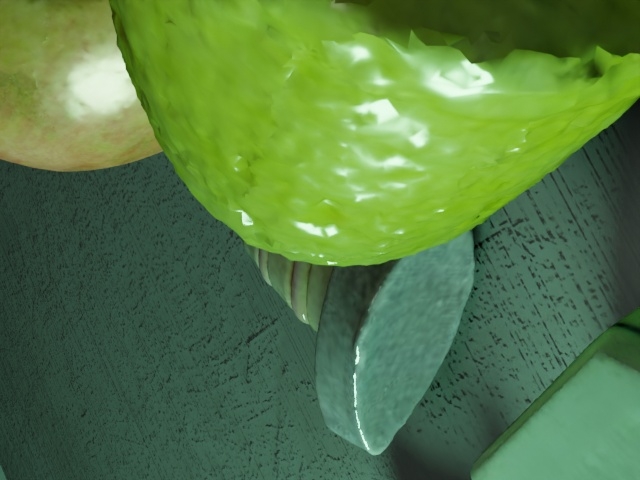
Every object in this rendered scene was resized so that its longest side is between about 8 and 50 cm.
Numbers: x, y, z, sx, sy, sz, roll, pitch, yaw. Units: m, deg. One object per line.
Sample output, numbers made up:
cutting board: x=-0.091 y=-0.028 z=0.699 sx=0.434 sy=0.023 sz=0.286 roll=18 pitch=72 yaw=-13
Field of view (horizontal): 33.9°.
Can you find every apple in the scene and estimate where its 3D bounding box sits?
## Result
apple: x=-0.206 y=-0.243 z=0.854 sx=0.364 sy=0.364 sz=0.363 roll=29 pitch=129 yaw=44

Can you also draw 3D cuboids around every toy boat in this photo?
toy boat: x=0.018 y=0.004 z=0.896 sx=0.293 sy=0.111 sz=0.276 roll=58 pitch=138 yaw=34

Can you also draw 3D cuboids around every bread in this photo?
bread: x=0.040 y=-0.174 z=0.590 sx=0.348 sy=0.348 sz=0.308 roll=60 pitch=156 yaw=13

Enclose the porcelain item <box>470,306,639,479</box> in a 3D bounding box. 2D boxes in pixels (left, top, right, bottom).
porcelain item: x=0.248 y=0.179 z=0.612 sx=0.281 sy=0.157 sz=0.286 roll=52 pitch=141 yaw=22
